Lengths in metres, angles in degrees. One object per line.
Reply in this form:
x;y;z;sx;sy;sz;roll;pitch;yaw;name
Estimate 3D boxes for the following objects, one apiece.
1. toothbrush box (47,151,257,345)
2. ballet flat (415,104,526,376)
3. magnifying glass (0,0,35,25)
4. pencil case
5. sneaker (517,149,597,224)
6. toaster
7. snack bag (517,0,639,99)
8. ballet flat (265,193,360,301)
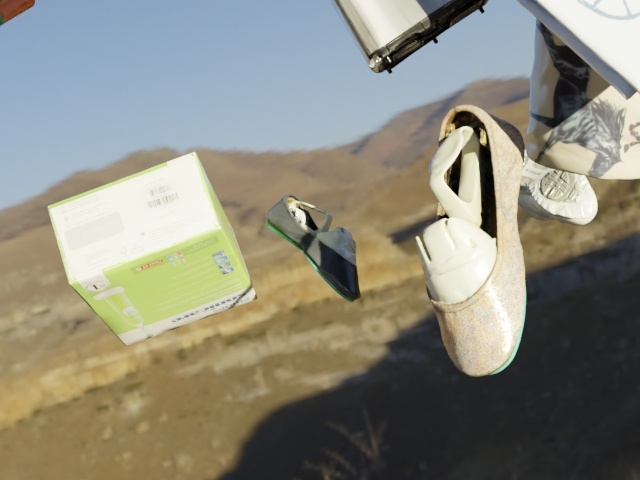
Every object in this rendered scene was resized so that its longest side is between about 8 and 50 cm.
-0.220;0.021;1.740;0.206;0.122;0.283;-21;-24;0;toothbrush box
0.146;-0.012;1.305;0.107;0.316;0.106;-25;-48;33;ballet flat
-0.425;-0.277;1.622;0.026;0.092;0.231;-16;20;25;magnifying glass
0.318;-0.264;1.454;0.160;0.410;0.183;7;21;23;pencil case
0.380;-0.072;2.092;0.090;0.115;0.232;-44;36;-5;sneaker
0.101;-0.271;1.421;0.168;0.110;0.185;-34;0;5;toaster
0.313;-0.343;1.262;0.342;0.323;0.037;-41;-18;-11;snack bag
0.000;0.000;1.693;0.074;0.074;0.203;-17;41;-30;ballet flat
